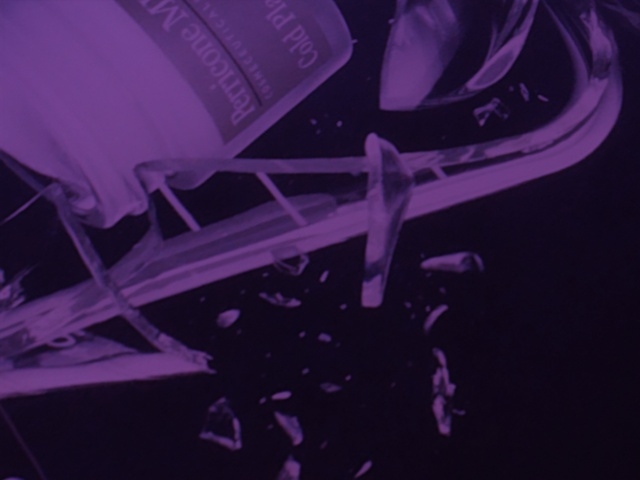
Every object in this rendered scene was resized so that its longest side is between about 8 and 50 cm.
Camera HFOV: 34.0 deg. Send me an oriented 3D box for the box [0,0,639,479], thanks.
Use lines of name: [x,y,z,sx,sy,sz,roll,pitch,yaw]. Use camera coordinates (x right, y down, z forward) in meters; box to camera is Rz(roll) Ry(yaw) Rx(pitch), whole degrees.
box: [0.000,0.000,0.591,0.480,0.472,0.297,53,164,15]
